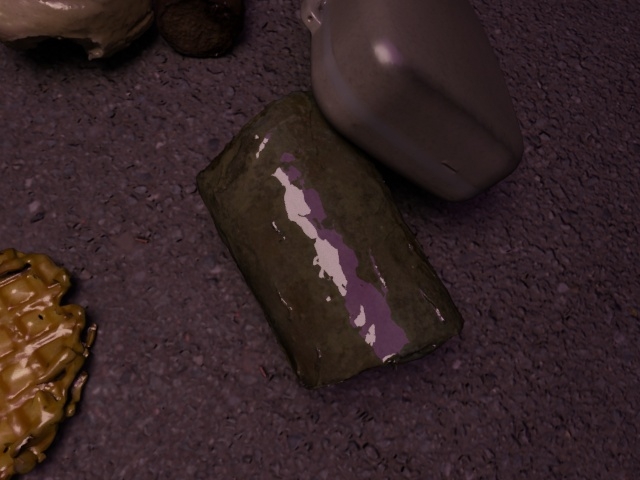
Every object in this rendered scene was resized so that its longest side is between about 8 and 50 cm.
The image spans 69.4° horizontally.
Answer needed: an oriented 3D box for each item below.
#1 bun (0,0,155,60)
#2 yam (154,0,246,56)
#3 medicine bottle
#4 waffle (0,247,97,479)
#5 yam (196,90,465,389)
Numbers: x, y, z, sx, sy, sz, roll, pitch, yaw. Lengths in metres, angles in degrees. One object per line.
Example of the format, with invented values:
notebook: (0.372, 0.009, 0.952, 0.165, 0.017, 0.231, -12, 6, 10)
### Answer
bun: (-0.322, -0.311, 0.589, 0.210, 0.116, 0.237, 26, 56, 3)
yam: (-0.165, -0.405, 0.640, 0.131, 0.131, 0.279, -3, 74, -10)
medicine bottle: (0.104, -0.234, 0.544, 0.283, 0.123, 0.374, 25, 48, -31)
waffle: (-0.380, 0.135, 0.468, 0.263, 0.060, 0.280, 7, 72, -7)
yam: (0.000, 0.000, 0.500, 0.195, 0.195, 0.299, -25, 79, -15)
